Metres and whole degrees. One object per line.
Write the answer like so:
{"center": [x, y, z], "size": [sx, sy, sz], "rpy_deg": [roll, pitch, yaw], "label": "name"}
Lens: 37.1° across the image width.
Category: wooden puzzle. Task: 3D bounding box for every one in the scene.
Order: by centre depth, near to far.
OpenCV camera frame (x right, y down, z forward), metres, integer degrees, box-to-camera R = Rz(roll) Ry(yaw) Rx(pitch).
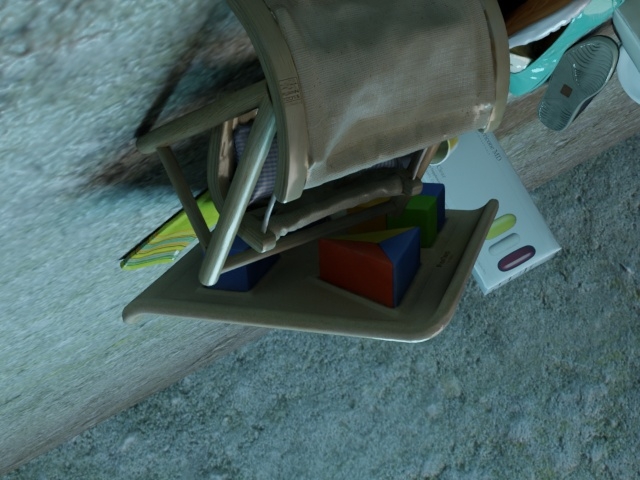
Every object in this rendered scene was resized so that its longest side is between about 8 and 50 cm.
{"center": [0.000, 0.000, 1.039], "size": [0.348, 0.080, 0.322], "rpy_deg": [0, -158, 20], "label": "wooden puzzle"}

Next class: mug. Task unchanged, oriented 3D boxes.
{"center": [0.189, -0.157, 1.474], "size": [0.078, 0.062, 0.064], "rpy_deg": [-27, -178, 35], "label": "mug"}

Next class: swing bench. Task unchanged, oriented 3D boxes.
{"center": [0.011, -0.109, 0.843], "size": [0.253, 0.165, 0.255], "rpy_deg": [-21, 169, -35], "label": "swing bench"}

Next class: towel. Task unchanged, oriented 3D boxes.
{"center": [-0.158, -0.027, 1.238], "size": [0.237, 0.021, 0.102], "rpy_deg": [-35, 170, 33], "label": "towel"}

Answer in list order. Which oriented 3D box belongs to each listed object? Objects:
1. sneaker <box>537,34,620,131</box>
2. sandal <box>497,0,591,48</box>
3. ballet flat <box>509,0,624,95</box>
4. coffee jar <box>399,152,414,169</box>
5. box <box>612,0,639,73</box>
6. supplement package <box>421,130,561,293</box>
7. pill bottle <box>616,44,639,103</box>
{"center": [0.432, -0.279, 1.545], "size": [0.118, 0.083, 0.222], "rpy_deg": [-46, 172, -26], "label": "sneaker"}
{"center": [0.170, -0.228, 0.947], "size": [0.102, 0.076, 0.265], "rpy_deg": [-49, -166, -30], "label": "sandal"}
{"center": [0.261, -0.254, 1.139], "size": [0.087, 0.083, 0.247], "rpy_deg": [1, 159, -21], "label": "ballet flat"}
{"center": [0.092, -0.096, 1.438], "size": [0.096, 0.079, 0.184], "rpy_deg": [-24, 171, -14], "label": "coffee jar"}
{"center": [0.588, -0.358, 1.370], "size": [0.311, 0.121, 0.148], "rpy_deg": [-31, 171, 12], "label": "box"}
{"center": [0.293, -0.054, 1.703], "size": [0.145, 0.262, 0.204], "rpy_deg": [-30, 171, 4], "label": "supplement package"}
{"center": [0.646, -0.331, 1.675], "size": [0.229, 0.131, 0.131], "rpy_deg": [-25, 170, -22], "label": "pill bottle"}
